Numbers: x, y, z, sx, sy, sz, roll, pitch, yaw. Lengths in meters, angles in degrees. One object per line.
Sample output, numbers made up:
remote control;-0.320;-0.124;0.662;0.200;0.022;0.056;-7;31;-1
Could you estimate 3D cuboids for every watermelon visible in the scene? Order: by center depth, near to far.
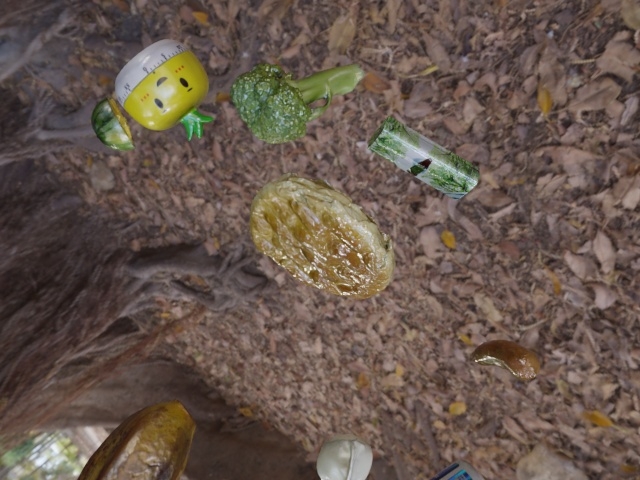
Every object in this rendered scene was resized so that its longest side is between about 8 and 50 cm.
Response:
watermelon;-0.390;-0.211;1.023;0.105;0.062;0.105;60;169;20

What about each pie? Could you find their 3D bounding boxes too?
pie;0.000;0.000;1.099;0.340;0.083;0.339;25;148;17

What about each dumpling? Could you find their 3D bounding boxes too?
dumpling;0.054;0.550;1.316;0.126;0.166;0.216;27;153;-27

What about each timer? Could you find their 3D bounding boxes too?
timer;-0.429;-0.417;1.613;0.285;0.285;0.285;31;143;27

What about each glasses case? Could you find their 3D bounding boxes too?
glasses case;0.256;-0.199;1.365;0.272;0.062;0.095;27;142;-10

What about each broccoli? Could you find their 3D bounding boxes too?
broccoli;-0.078;-0.340;1.349;0.254;0.302;0.185;21;122;32

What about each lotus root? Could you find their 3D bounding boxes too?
lotus root;-0.368;0.469;1.134;0.193;0.290;0.193;27;155;14

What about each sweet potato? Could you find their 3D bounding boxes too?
sweet potato;0.534;0.337;1.605;0.097;0.097;0.292;57;165;-10

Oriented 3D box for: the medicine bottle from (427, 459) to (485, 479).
medicine bottle;0.200;0.472;0.942;0.107;0.192;0.107;57;167;20
